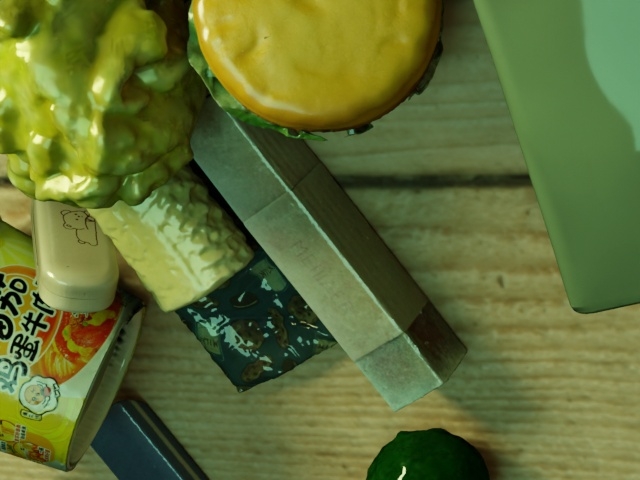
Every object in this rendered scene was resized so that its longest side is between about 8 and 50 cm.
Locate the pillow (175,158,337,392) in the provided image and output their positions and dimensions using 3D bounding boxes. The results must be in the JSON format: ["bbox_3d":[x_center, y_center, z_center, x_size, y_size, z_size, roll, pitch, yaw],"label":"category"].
[{"bbox_3d":[-0.098,0.032,2.014,0.189,0.034,0.255,-32,97,38],"label":"pillow"}]

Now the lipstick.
[{"bbox_3d":[0.000,0.000,1.923,0.076,0.080,0.371,-34,97,35],"label":"lipstick"}]

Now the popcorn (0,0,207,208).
[{"bbox_3d":[-0.211,-0.157,1.807,0.242,0.235,0.250,-4,102,15],"label":"popcorn"}]

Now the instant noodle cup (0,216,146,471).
[{"bbox_3d":[-0.320,0.122,2.050,0.200,0.264,0.264,24,124,4],"label":"instant noodle cup"}]

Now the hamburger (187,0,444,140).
[{"bbox_3d":[-0.003,-0.211,1.742,0.246,0.170,0.246,0,92,4],"label":"hamburger"}]

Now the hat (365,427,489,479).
[{"bbox_3d":[0.030,0.384,2.003,0.285,0.285,0.400,20,119,16],"label":"hat"}]

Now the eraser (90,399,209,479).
[{"bbox_3d":[-0.179,0.277,2.183,0.082,0.036,0.225,-35,97,36],"label":"eraser"}]

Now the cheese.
[{"bbox_3d":[-0.158,-0.019,1.947,0.123,0.094,0.167,-33,98,28],"label":"cheese"}]

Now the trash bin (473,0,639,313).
[{"bbox_3d":[0.282,-0.130,1.665,0.223,0.158,0.343,-13,108,31],"label":"trash bin"}]

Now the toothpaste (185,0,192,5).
[{"bbox_3d":[-0.249,-0.239,1.932,0.323,0.066,0.100,-19,114,29],"label":"toothpaste"}]

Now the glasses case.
[{"bbox_3d":[-0.258,0.001,1.986,0.083,0.196,0.050,5,125,-18],"label":"glasses case"}]
